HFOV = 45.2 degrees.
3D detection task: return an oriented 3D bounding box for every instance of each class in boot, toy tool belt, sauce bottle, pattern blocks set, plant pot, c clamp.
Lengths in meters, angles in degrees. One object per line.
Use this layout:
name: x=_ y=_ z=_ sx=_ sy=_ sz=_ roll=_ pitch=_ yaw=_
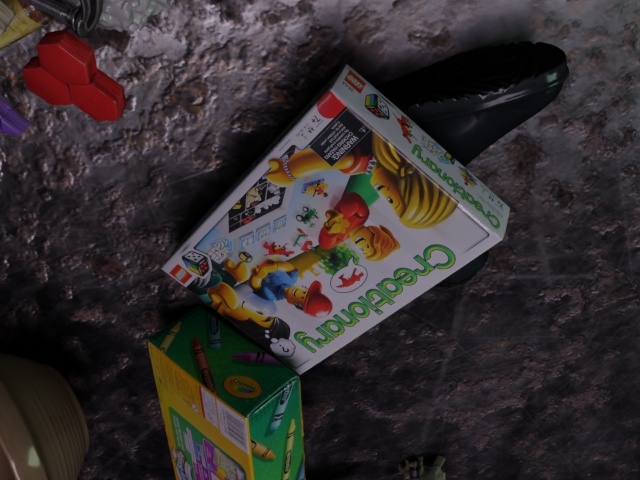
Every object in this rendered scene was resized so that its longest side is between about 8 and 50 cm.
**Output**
boot: x=0.131 y=-0.061 z=0.744 sx=0.246 sy=0.094 sz=0.207 roll=-16 pitch=123 yaw=16
toy tool belt: x=0.134 y=0.329 z=1.076 sx=0.083 sy=0.051 sz=0.052 roll=-9 pitch=144 yaw=17
sauce bottle: x=-0.285 y=-0.181 z=0.657 sx=0.128 sy=0.042 sz=0.042 roll=-19 pitch=127 yaw=21
pattern blocks set: x=-0.321 y=-0.198 z=0.563 sx=0.285 sy=0.026 sz=0.325 roll=-1 pitch=143 yaw=33
plant pot: x=-0.342 y=0.219 z=0.878 sx=0.109 sy=0.237 sz=0.237 roll=-23 pitch=139 yaw=-40
c clamp: x=-0.218 y=-0.195 z=0.559 sx=0.160 sy=0.022 sz=0.137 roll=24 pitch=148 yaw=16

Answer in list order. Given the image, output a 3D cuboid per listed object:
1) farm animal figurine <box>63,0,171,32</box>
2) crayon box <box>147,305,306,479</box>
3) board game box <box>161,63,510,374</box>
farm animal figurine: x=-0.087 y=-0.317 z=0.488 sx=0.326 sy=0.172 sz=0.330 roll=-18 pitch=126 yaw=9
crayon box: x=-0.103 y=0.233 z=0.900 sx=0.081 sy=0.165 sz=0.278 roll=-33 pitch=138 yaw=-35
board game box: x=0.000 y=0.000 z=0.734 sx=0.193 sy=0.053 sz=0.305 roll=39 pitch=132 yaw=-12
